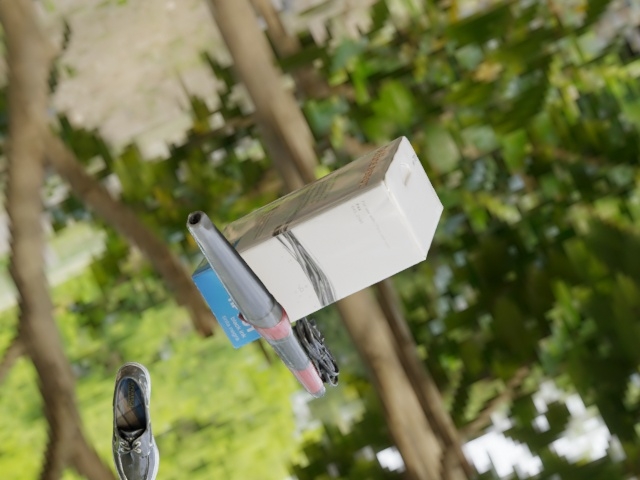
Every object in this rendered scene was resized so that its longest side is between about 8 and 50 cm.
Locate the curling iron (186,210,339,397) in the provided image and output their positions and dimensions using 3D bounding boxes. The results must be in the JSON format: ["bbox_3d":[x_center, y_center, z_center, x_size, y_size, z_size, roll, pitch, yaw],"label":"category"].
[{"bbox_3d":[-0.049,0.053,1.514,0.035,0.068,0.274,-28,144,9],"label":"curling iron"}]

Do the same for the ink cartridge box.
[{"bbox_3d":[0.000,0.000,1.597,0.190,0.082,0.139,-25,-167,18],"label":"ink cartridge box"}]

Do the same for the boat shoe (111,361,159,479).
[{"bbox_3d":[-0.196,0.197,1.919,0.049,0.142,0.040,-2,-167,5],"label":"boat shoe"}]
